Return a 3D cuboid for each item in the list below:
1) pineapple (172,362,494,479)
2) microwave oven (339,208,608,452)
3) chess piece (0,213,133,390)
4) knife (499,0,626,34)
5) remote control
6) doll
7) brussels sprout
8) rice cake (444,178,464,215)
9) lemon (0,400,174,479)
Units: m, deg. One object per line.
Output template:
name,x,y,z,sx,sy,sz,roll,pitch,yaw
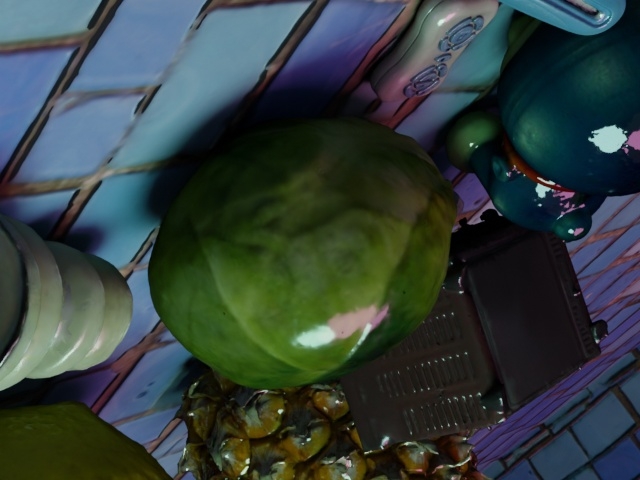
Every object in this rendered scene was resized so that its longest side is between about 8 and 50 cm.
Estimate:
pineapple,0.010,0.234,1.517,0.352,0.300,0.352,-22,166,-6
microwave oven,0.138,0.074,1.324,0.178,0.188,0.247,-15,-178,35
chess piece,-0.215,0.051,1.001,0.133,0.133,0.243,-36,166,10
knife,0.156,-0.198,1.006,0.222,0.031,0.064,17,126,-43
remote control,0.092,-0.158,1.097,0.074,0.032,0.122,-18,157,-39
doll,0.246,-0.116,1.211,0.198,0.186,0.322,-15,156,-19
brussels sprout,0.000,0.000,1.101,0.271,0.210,0.219,-35,172,-45
rice cake,0.048,-0.007,1.399,0.198,0.037,0.189,-35,162,7
lemon,-0.273,0.321,1.252,0.350,0.350,0.387,-46,-175,35
